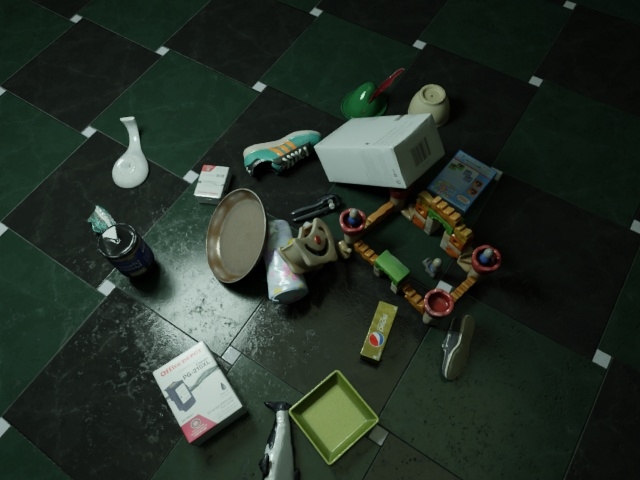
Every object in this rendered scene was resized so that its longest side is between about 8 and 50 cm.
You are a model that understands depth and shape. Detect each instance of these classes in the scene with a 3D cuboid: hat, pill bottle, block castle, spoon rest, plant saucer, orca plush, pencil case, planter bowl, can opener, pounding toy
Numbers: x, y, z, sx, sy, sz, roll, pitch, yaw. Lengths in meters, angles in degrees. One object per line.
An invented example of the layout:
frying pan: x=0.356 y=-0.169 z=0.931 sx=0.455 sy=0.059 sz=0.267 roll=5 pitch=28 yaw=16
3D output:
hat: x=0.178 y=-0.583 z=1.893 sx=0.208 sy=0.183 sz=0.173 roll=-35 pitch=66 yaw=-14
pill bottle: x=-0.610 y=0.046 z=1.592 sx=0.123 sy=0.219 sz=0.122 roll=-2 pitch=63 yaw=3
block castle: x=0.308 y=0.013 z=1.564 sx=0.303 sy=0.213 sz=0.453 roll=-38 pitch=67 yaw=-15
spoon rest: x=-0.720 y=-0.327 z=1.882 sx=0.137 sy=0.084 sz=0.276 roll=-4 pitch=76 yaw=2
plant saucer: x=-0.266 y=-0.013 z=1.618 sx=0.311 sy=0.050 sz=0.310 roll=-14 pitch=70 yaw=42
plant saucer: x=0.038 y=0.504 z=1.419 sx=0.188 sy=0.045 sz=0.188 roll=-37 pitch=67 yaw=-15
orca plush: x=-0.142 y=0.592 z=1.355 sx=0.102 sy=0.151 sz=0.287 roll=-23 pitch=62 yaw=27
pencil case: x=-0.129 y=0.066 z=1.583 sx=0.124 sy=0.113 sz=0.273 roll=-9 pitch=63 yaw=-20
planter bowl: x=0.420 y=-0.523 z=1.892 sx=0.162 sy=0.109 sz=0.162 roll=-1 pitch=63 yaw=3
can opener: x=-0.015 y=-0.111 z=1.742 sx=0.186 sy=0.073 sz=0.059 roll=-26 pitch=103 yaw=-7
pounding toy: x=0.000 y=0.000 z=1.556 sx=0.155 sy=0.269 sz=0.154 roll=-30 pitch=80 yaw=32

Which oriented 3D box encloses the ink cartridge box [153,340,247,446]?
ink cartridge box: x=-0.351 y=0.441 z=1.441 sx=0.172 sy=0.100 sz=0.237 roll=-33 pitch=66 yaw=-14

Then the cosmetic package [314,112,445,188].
cosmetic package: x=0.187 y=-0.300 z=1.650 sx=0.217 sy=0.156 sz=0.385 roll=-42 pitch=32 yaw=-26

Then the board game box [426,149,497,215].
board game box: x=0.502 y=-0.207 z=1.764 sx=0.160 sy=0.039 sz=0.211 roll=36 pitch=69 yaw=19

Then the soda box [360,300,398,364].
soda box: x=0.180 y=0.282 z=1.518 sx=0.061 sy=0.058 sz=0.181 roll=18 pitch=65 yaw=12

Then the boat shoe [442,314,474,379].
boat shoe: x=0.405 y=0.320 z=1.498 sx=0.065 sy=0.075 sz=0.206 roll=-1 pitch=58 yaw=52

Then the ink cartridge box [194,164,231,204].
ink cartridge box: x=-0.389 y=-0.201 z=1.799 sx=0.099 sy=0.056 sz=0.135 roll=7 pitch=63 yaw=7

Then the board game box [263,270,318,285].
board game box: x=-0.083 y=0.099 z=1.645 sx=0.126 sy=0.026 sz=0.186 roll=32 pitch=69 yaw=18

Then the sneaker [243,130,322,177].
sneaker: x=-0.129 y=-0.306 z=1.818 sx=0.302 sy=0.108 sz=0.121 roll=-16 pitch=64 yaw=4

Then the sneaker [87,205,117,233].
sneaker: x=-0.761 y=-0.045 z=1.747 sx=0.076 sy=0.065 sz=0.166 roll=-45 pitch=65 yaw=0
